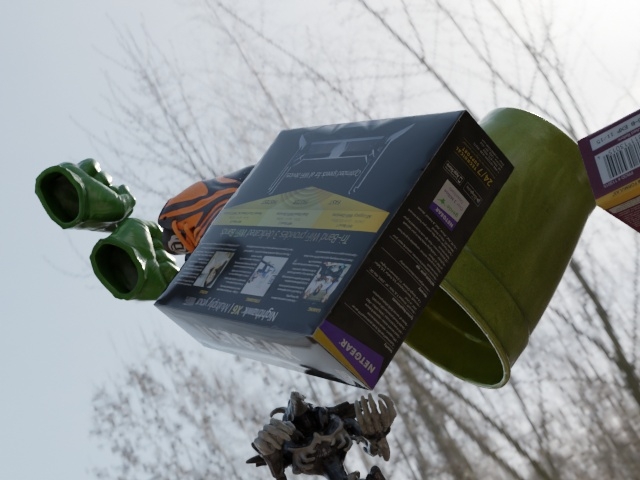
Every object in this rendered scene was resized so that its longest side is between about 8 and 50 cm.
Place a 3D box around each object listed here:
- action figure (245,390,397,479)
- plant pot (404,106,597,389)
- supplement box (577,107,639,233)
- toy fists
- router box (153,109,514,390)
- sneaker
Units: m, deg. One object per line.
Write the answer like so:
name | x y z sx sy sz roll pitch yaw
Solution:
action figure | 0.015 0.233 1.115 0.164 0.275 0.141 -22 -51 -18
plant pot | 0.254 -0.016 1.636 0.353 0.366 0.366 -48 -26 -17
supplement box | 0.181 -0.034 0.532 0.055 0.043 0.083 -29 -35 32
toy fists | -0.327 -0.019 1.623 0.096 0.279 0.142 -44 -12 12
router box | 0.000 0.000 0.961 0.081 0.309 0.243 44 -110 -26
sneaker | -0.149 0.026 1.441 0.180 0.321 0.124 -10 -51 23
